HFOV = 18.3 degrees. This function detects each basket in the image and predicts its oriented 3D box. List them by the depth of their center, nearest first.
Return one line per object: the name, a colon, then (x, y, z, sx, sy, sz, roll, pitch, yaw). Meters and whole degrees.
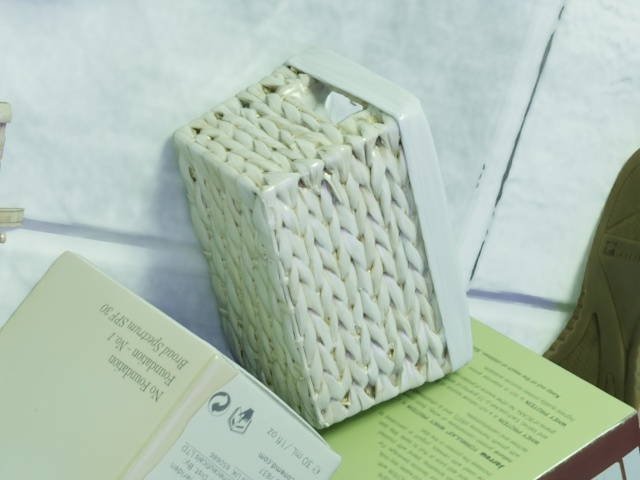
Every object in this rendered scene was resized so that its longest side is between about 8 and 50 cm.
basket: (0.000, 0.000, 1.052, 0.103, 0.113, 0.167, -26, 123, -21)

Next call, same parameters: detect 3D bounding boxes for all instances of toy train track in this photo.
toy train track: (-0.163, -0.027, 0.980, 0.048, 0.014, 0.083, 0, 108, -37)

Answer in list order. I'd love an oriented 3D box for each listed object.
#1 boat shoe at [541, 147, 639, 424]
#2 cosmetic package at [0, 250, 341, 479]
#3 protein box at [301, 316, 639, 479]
boat shoe: (0.198, 0.088, 1.245, 0.098, 0.109, 0.302, 22, 89, -40)
cosmetic package: (-0.152, 0.175, 0.980, 0.309, 0.160, 0.113, -52, 130, -8)
protein box: (0.044, 0.156, 1.091, 0.201, 0.200, 0.136, -30, 124, -24)
